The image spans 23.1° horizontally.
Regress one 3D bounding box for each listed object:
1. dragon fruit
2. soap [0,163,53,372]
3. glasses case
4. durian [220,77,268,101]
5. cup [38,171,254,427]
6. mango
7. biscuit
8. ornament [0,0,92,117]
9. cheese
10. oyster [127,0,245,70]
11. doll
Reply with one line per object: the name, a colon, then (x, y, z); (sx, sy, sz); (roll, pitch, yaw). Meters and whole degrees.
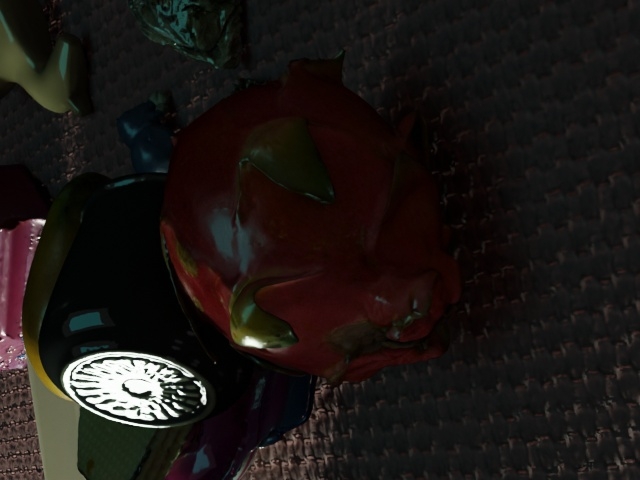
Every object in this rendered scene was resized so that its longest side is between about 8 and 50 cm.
dragon fruit: (-0.004, -0.003, 1.115); (0.224, 0.224, 0.227); (-49, 58, 51)
soap: (-0.382, 0.045, 1.831); (0.162, 0.099, 0.250); (45, 133, 44)
glasses case: (-0.239, 0.224, 1.663); (0.144, 0.076, 0.336); (-8, 90, 58)
durian: (-0.054, -0.103, 1.335); (0.130, 0.052, 0.066); (39, 167, 52)
cup: (-0.139, 0.060, 1.271); (0.223, 0.169, 0.176); (114, 164, -55)
mango: (-0.220, 0.048, 1.530); (0.120, 0.151, 0.221); (1, 76, 20)
biscuit: (-0.143, 0.109, 1.407); (0.150, 0.052, 0.252); (29, 92, 54)
ornament: (-0.342, -0.219, 1.712); (0.230, 0.061, 0.245); (-28, 86, 49)
cheese: (-0.077, 0.161, 1.381); (0.244, 0.062, 0.155); (-31, 42, 44)
oyster: (-0.117, -0.233, 1.377); (0.125, 0.064, 0.177); (-2, 85, 44)
doll: (-0.162, -0.089, 1.492); (0.083, 0.050, 0.076); (60, 147, 28)
